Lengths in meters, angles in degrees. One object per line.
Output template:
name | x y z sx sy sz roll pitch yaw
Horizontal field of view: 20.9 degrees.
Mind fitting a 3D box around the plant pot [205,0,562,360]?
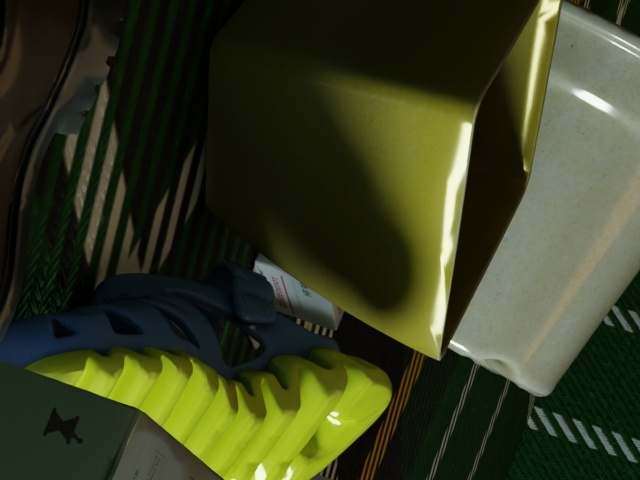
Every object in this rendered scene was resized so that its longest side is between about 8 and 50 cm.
plant pot | 0.036 -0.084 1.155 0.212 0.187 0.212 -59 160 -46

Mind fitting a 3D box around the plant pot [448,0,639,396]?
plant pot | 0.182 -0.038 1.598 0.305 0.334 0.334 -61 165 -1

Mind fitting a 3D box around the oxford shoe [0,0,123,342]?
oxford shoe | -0.167 -0.022 0.718 0.096 0.082 0.227 24 82 -57

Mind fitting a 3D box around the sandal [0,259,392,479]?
sandal | -0.096 0.075 0.998 0.126 0.138 0.317 -49 153 18

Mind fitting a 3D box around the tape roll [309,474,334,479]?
tape roll | -0.078 0.306 1.361 0.286 0.100 0.286 17 90 -75

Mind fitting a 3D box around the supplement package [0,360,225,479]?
supplement package | -0.181 0.159 0.582 0.145 0.204 0.262 66 43 -70

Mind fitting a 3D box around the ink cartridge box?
ink cartridge box | 0.000 0.000 1.376 0.104 0.060 0.180 74 36 -66
